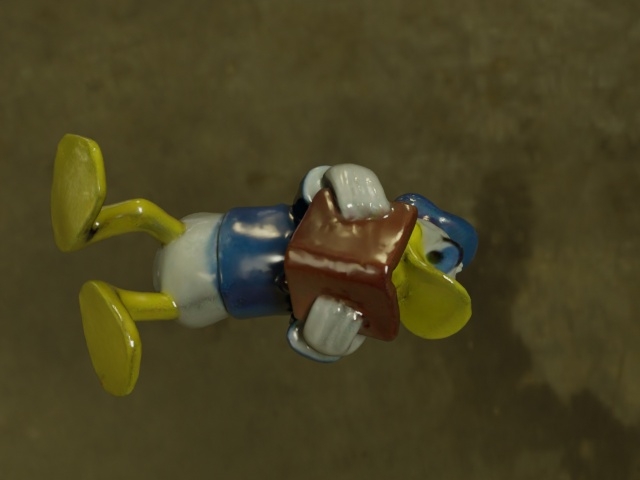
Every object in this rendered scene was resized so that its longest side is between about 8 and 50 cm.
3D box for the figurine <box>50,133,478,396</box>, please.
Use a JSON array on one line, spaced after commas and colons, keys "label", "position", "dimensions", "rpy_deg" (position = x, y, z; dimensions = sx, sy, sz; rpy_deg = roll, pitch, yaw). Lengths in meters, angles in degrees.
[{"label": "figurine", "position": [0.000, 0.000, 1.424], "dimensions": [0.338, 0.283, 0.204], "rpy_deg": [-5, 88, -36]}]
